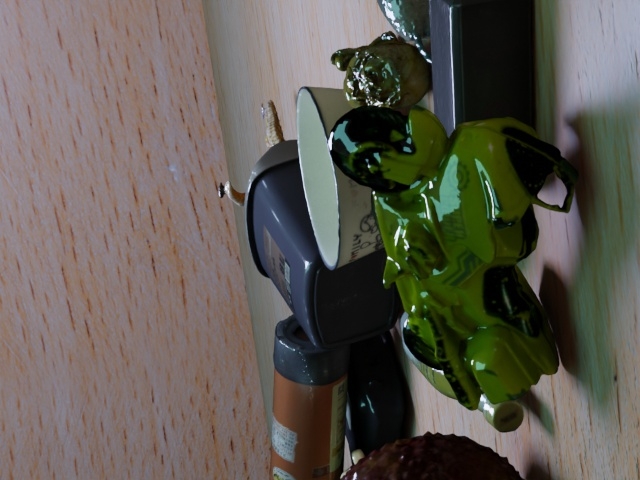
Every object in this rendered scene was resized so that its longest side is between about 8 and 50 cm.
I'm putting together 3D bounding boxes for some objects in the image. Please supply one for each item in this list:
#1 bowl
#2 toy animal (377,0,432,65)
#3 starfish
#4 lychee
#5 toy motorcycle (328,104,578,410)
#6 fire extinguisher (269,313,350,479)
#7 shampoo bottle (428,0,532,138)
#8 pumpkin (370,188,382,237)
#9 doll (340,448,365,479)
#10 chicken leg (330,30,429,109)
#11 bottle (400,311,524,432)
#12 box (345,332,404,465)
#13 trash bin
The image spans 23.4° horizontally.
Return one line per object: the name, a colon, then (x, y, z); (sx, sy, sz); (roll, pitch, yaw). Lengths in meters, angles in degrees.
bowl: (0.051, -0.090, 1.959); (0.238, 0.126, 0.238); (169, 90, -81)
toy animal: (0.107, -0.243, 1.661); (0.079, 0.070, 0.253); (65, -178, -52)
starfish: (-0.058, -0.012, 2.533); (0.384, 0.132, 0.398); (-47, -53, -70)
lychee: (0.119, 0.337, 1.662); (0.260, 0.260, 0.260); (169, 90, -80)
toy motorcycle: (0.144, 0.004, 1.419); (0.142, 0.206, 0.342); (-62, -36, -39)
fire extinguisher: (-0.015, 0.274, 2.337); (0.200, 0.113, 0.376); (-79, -7, -61)
shampoo bottle: (0.151, -0.160, 1.449); (0.079, 0.080, 0.246); (-120, 21, -58)
pumpkin: (0.120, -0.040, 1.633); (0.167, 0.125, 0.167); (180, 90, -82)
doll: (0.113, 0.454, 2.253); (0.208, 0.144, 0.271); (59, -169, -45)
chicken leg: (0.068, -0.201, 1.821); (0.227, 0.103, 0.088); (-118, 4, -71)
bottle: (0.162, 0.142, 1.725); (0.269, 0.083, 0.083); (-132, 32, -65)
box: (0.061, 0.214, 2.397); (0.289, 0.073, 0.290); (93, 163, -54)
trash bin: (0.000, 0.000, 2.228); (0.290, 0.182, 0.209); (-122, 22, -49)
